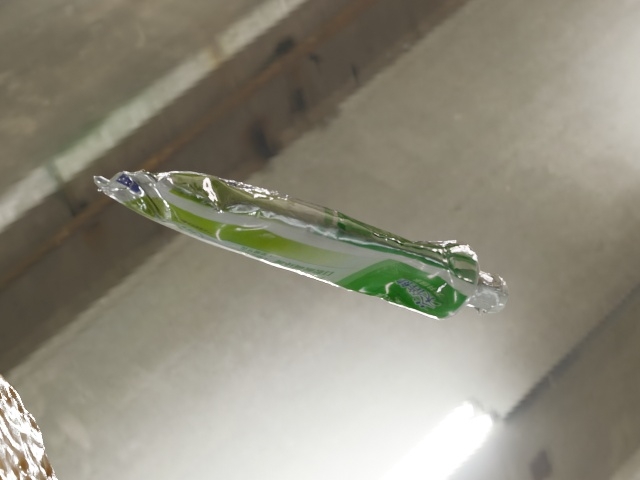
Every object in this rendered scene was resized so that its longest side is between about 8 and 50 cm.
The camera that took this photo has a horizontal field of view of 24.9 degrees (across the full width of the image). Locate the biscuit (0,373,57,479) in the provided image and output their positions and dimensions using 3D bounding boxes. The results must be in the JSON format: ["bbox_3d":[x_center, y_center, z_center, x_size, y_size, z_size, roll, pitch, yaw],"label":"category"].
[{"bbox_3d":[-0.149,0.122,0.496,0.047,0.216,0.339,-24,-164,4],"label":"biscuit"}]

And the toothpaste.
[{"bbox_3d":[0.000,0.000,0.789,0.078,0.248,0.046,-1,-106,62],"label":"toothpaste"}]
